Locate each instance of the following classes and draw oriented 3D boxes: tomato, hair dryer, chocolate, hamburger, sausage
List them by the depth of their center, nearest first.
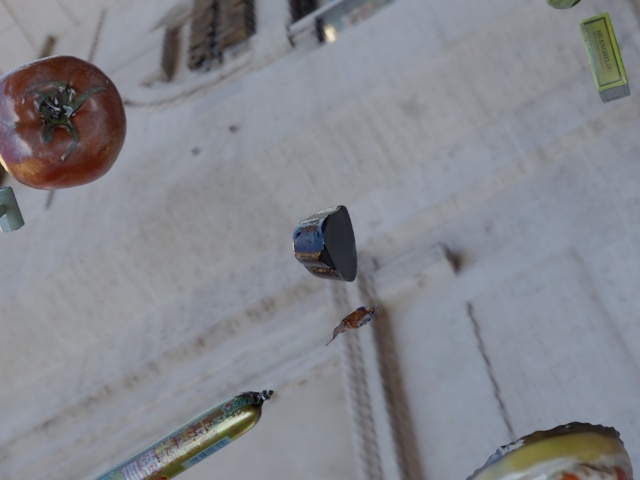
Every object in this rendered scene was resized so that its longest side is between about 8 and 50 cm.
[{"bbox_3d":[0.359,0.397,1.674,0.261,0.303,0.186,52,-167,-48],"label":"hamburger"},{"bbox_3d":[-0.467,-0.032,1.714,0.124,0.038,0.063,-76,-31,-71],"label":"hair dryer"},{"bbox_3d":[-0.436,-0.196,1.943,0.237,0.237,0.095,60,171,-4],"label":"tomato"},{"bbox_3d":[0.000,0.000,1.957,0.149,0.080,0.125,39,-131,-58],"label":"chocolate"},{"bbox_3d":[-0.232,0.354,2.017,0.082,0.371,0.082,55,-171,-14],"label":"sausage"}]

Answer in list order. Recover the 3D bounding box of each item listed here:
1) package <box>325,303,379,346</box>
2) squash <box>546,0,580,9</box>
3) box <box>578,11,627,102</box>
[{"bbox_3d":[0.055,0.144,2.103,0.033,0.111,0.077,61,158,0],"label":"package"},{"bbox_3d":[0.402,-0.423,1.860,0.069,0.069,0.239,63,169,10],"label":"squash"},{"bbox_3d":[0.549,-0.348,2.288,0.220,0.064,0.141,-6,-100,-72],"label":"box"}]
